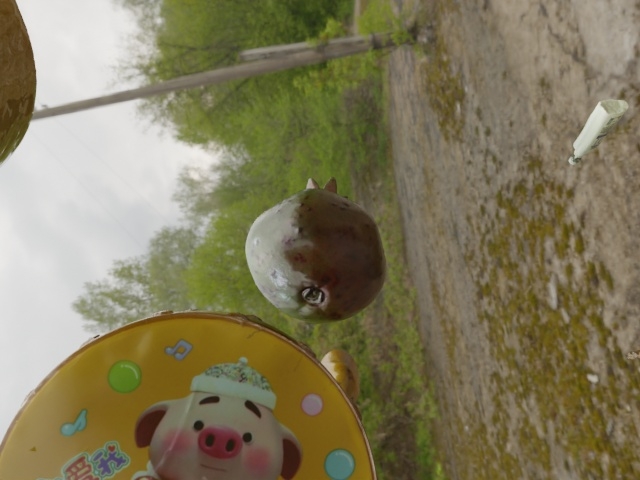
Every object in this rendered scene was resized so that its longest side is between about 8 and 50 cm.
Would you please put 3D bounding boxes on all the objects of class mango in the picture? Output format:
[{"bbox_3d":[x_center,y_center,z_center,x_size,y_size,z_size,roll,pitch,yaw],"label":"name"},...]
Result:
[{"bbox_3d":[0.040,0.294,1.219,0.178,0.090,0.115,-127,32,-84],"label":"mango"}]

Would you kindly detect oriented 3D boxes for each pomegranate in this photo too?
[{"bbox_3d":[-0.021,0.011,1.212,0.323,0.291,0.290,-120,14,-47],"label":"pomegranate"}]

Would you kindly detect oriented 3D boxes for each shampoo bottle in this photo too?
[{"bbox_3d":[0.446,-0.173,0.959,0.034,0.049,0.141,59,158,26],"label":"shampoo bottle"}]

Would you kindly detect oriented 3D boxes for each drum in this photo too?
[{"bbox_3d":[-0.151,0.289,0.702,0.214,0.432,0.430,139,122,-79],"label":"drum"}]

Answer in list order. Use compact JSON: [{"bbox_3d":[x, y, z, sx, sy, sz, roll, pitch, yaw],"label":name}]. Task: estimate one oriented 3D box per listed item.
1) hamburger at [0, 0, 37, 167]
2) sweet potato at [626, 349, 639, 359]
[{"bbox_3d":[-0.343,-0.128,0.367,0.176,0.301,0.300,-108,5,-48],"label":"hamburger"},{"bbox_3d":[0.329,0.043,0.401,0.226,0.068,0.068,-45,35,33],"label":"sweet potato"}]
